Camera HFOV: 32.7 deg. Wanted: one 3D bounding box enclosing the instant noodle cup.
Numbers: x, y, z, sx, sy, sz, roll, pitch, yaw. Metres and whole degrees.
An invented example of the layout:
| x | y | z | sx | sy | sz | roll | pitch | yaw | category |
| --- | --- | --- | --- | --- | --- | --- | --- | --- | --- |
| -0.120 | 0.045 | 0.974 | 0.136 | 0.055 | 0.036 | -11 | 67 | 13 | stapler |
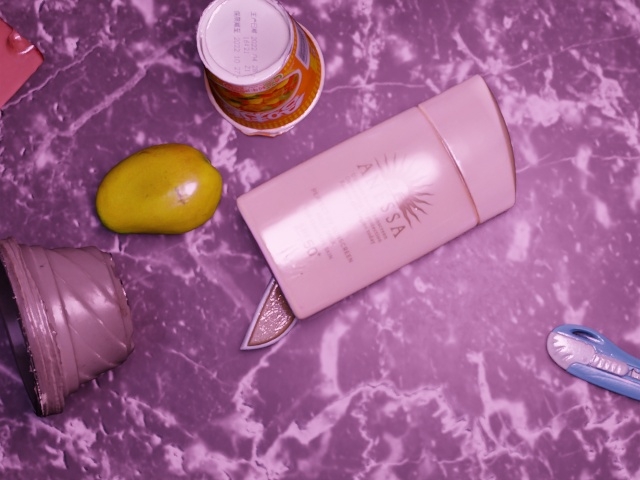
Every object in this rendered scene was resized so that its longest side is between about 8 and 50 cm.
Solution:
| x | y | z | sx | sy | sz | roll | pitch | yaw | category |
| --- | --- | --- | --- | --- | --- | --- | --- | --- | --- |
| -0.081 | -0.226 | 1.344 | 0.168 | 0.185 | 0.168 | 0 | 85 | 5 | instant noodle cup |

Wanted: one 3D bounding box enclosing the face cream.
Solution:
| x | y | z | sx | sy | sz | roll | pitch | yaw | category |
| --- | --- | --- | --- | --- | --- | --- | --- | --- | --- |
| 0.085 | -0.054 | 1.350 | 0.348 | 0.081 | 0.174 | -27 | 91 | -5 | face cream |

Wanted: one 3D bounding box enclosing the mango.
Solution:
| x | y | z | sx | sy | sz | roll | pitch | yaw | category |
| --- | --- | --- | --- | --- | --- | --- | --- | --- | --- |
| -0.206 | -0.066 | 1.388 | 0.163 | 0.089 | 0.117 | 0 | 85 | 5 | mango |

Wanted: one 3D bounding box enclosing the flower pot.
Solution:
| x | y | z | sx | sy | sz | roll | pitch | yaw | category |
| --- | --- | --- | --- | --- | --- | --- | --- | --- | --- |
| -0.312 | 0.091 | 1.338 | 0.140 | 0.235 | 0.236 | -16 | 84 | -19 | flower pot |

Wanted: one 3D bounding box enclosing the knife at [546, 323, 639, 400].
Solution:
| x | y | z | sx | sy | sz | roll | pitch | yaw | category |
| --- | --- | --- | --- | --- | --- | --- | --- | --- | --- |
| 0.387 | 0.162 | 1.351 | 0.222 | 0.031 | 0.064 | 21 | 83 | 6 | knife |

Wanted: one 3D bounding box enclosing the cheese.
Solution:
| x | y | z | sx | sy | sz | roll | pitch | yaw | category |
| --- | --- | --- | --- | --- | --- | --- | --- | --- | --- |
| -0.453 | -0.258 | 1.399 | 0.177 | 0.203 | 0.128 | 42 | 88 | -25 | cheese |

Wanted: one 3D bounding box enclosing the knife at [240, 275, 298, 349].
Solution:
| x | y | z | sx | sy | sz | roll | pitch | yaw | category |
| --- | --- | --- | --- | --- | --- | --- | --- | --- | --- |
| -0.001 | -0.001 | 1.396 | 0.061 | 0.027 | 0.343 | 32 | 87 | -10 | knife |
